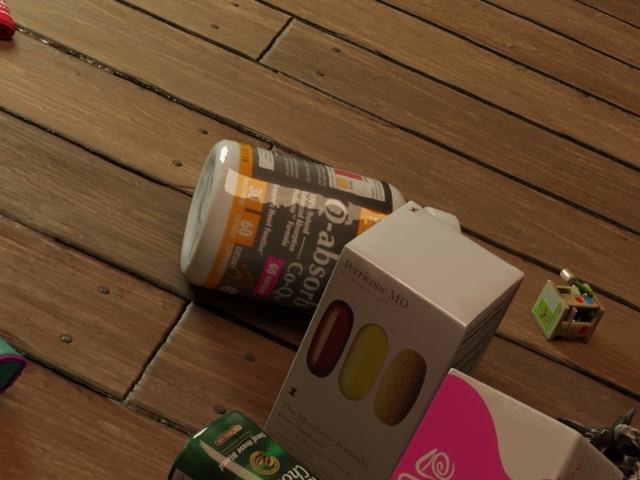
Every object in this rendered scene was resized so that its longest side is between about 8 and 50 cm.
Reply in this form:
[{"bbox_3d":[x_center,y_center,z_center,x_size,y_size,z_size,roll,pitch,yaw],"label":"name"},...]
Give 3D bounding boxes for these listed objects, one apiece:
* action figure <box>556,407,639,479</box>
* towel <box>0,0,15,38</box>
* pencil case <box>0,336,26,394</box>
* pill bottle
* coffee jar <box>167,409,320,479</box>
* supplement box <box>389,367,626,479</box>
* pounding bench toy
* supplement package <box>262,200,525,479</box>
[{"bbox_3d":[0.365,0.243,1.424,0.275,0.141,0.164,31,45,10],"label":"action figure"},{"bbox_3d":[-0.516,-0.352,1.849,0.198,0.031,0.275,4,37,-28],"label":"towel"},{"bbox_3d":[-0.336,0.084,1.292,0.151,0.064,0.070,41,-2,27],"label":"pencil case"},{"bbox_3d":[0.000,0.000,1.531,0.278,0.162,0.162,14,33,-13],"label":"pill bottle"},{"bbox_3d":[-0.038,0.235,1.241,0.184,0.079,0.096,35,35,18],"label":"coffee jar"},{"bbox_3d":[0.149,0.190,1.094,0.114,0.111,0.220,27,-6,25],"label":"supplement box"},{"bbox_3d":[0.303,0.073,1.681,0.065,0.083,0.052,4,36,-25],"label":"pounding bench toy"},{"bbox_3d":[0.065,0.110,1.332,0.139,0.244,0.134,33,34,17],"label":"supplement package"}]
